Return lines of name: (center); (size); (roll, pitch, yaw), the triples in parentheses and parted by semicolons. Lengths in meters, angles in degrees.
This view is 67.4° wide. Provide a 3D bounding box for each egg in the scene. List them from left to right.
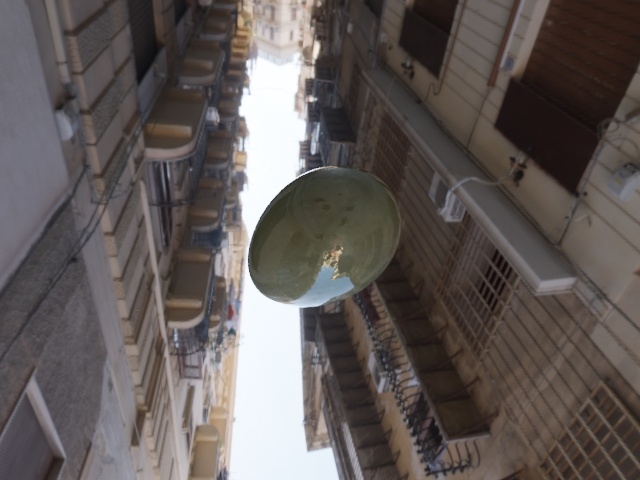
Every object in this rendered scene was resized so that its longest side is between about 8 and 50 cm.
egg: (0.000, 0.000, 0.709); (0.188, 0.254, 0.188); (40, -152, -26)
